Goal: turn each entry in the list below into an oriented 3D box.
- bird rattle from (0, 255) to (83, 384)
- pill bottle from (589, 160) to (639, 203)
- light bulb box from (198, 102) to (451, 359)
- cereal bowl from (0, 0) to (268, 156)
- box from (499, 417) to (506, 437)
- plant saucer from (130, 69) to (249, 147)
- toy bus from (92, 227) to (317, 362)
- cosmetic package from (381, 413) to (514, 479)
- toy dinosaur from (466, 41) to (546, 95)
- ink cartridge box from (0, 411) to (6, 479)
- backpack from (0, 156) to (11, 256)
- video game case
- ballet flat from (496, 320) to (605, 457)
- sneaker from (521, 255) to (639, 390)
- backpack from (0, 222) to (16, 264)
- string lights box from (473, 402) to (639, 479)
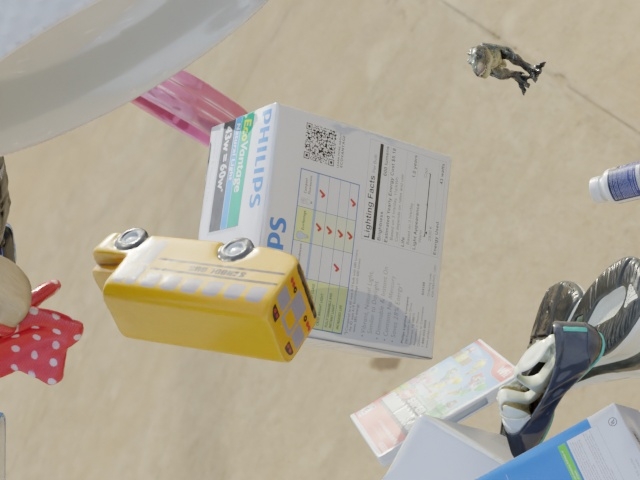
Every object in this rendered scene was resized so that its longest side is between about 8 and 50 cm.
[{"bbox_3d":[-0.329,0.062,0.878,0.207,0.254,0.143,134,144,-59],"label":"bird rattle"},{"bbox_3d":[0.546,-0.102,1.825,0.120,0.067,0.067,-14,54,40],"label":"pill bottle"},{"bbox_3d":[0.000,0.000,1.691,0.225,0.361,0.357,-9,71,56],"label":"light bulb box"},{"bbox_3d":[-0.199,-0.203,0.830,0.339,0.141,0.339,-30,-1,0],"label":"cereal bowl"},{"bbox_3d":[0.342,0.337,1.762,0.018,0.067,0.083,-54,-30,-76],"label":"box"},{"bbox_3d":[-0.252,-0.254,1.892,0.084,0.332,0.332,-60,27,-3],"label":"plant saucer"},{"bbox_3d":[-0.170,0.071,1.374,0.333,0.108,0.130,5,42,29],"label":"toy bus"},{"bbox_3d":[0.213,0.389,1.405,0.162,0.453,0.230,28,89,27],"label":"cosmetic package"},{"bbox_3d":[0.294,-0.286,1.650,0.064,0.118,0.268,-64,-2,14],"label":"toy dinosaur"},{"bbox_3d":[-0.586,0.335,1.192,0.166,0.395,0.285,-89,6,-67],"label":"ink cartridge box"},{"bbox_3d":[-0.495,0.008,1.282,0.263,0.213,0.276,92,172,-60],"label":"backpack"},{"bbox_3d":[0.202,0.282,1.808,0.285,0.025,0.204,-29,16,-5],"label":"video game case"},{"bbox_3d":[0.239,0.165,1.140,0.074,0.074,0.203,-101,29,-49],"label":"ballet flat"},{"bbox_3d":[0.444,0.157,1.378,0.447,0.258,0.169,122,167,-77],"label":"sneaker"},{"bbox_3d":[-0.569,0.019,1.706,0.084,0.114,0.105,-74,-14,-62],"label":"backpack"},{"bbox_3d":[0.239,0.291,1.068,0.260,0.077,0.133,-35,59,24],"label":"string lights box"}]
